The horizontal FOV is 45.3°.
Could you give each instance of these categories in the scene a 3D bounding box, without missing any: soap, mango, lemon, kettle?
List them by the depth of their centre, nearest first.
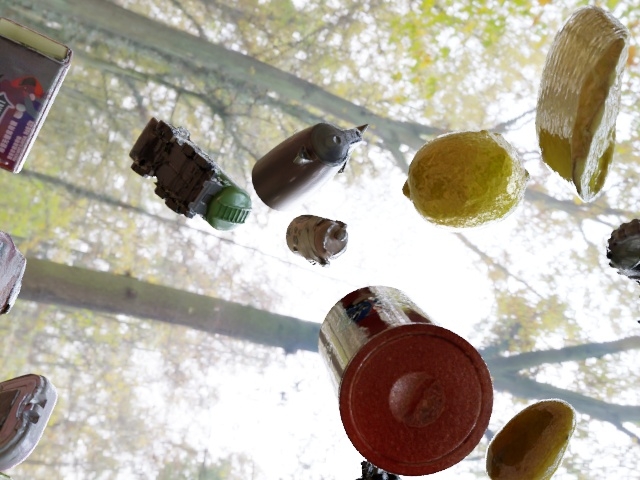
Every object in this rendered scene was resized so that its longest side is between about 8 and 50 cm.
[{"bbox_3d":[0.298,0.286,1.075,0.161,0.076,0.103,-54,-153,19],"label":"mango"},{"bbox_3d":[0.463,-0.252,1.360,0.427,0.115,0.305,-81,174,-65],"label":"soap"},{"bbox_3d":[0.320,-0.131,1.715,0.288,0.233,0.233,-4,-110,22],"label":"lemon"},{"bbox_3d":[-0.018,-0.173,1.720,0.232,0.202,0.144,-29,-100,50],"label":"kettle"}]

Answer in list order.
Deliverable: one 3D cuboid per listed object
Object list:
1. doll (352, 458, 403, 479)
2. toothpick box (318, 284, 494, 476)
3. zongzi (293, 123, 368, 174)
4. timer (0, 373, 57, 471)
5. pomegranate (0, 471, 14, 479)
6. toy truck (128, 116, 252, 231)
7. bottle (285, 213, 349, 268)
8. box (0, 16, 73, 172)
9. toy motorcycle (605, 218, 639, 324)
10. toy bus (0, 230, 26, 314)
[{"bbox_3d":[0.099,0.398,1.143,0.091,0.219,0.067,-39,-142,-18],"label":"doll"},{"bbox_3d":[0.108,0.187,1.128,0.333,0.204,0.204,-134,-117,-82],"label":"toothpick box"},{"bbox_3d":[0.024,-0.317,2.327,0.184,0.187,0.084,-59,-167,26],"label":"zongzi"},{"bbox_3d":[-0.604,0.346,1.450,0.191,0.069,0.208,-17,-147,15],"label":"timer"},{"bbox_3d":[-0.566,0.438,1.184,0.222,0.204,0.276,-82,173,-52],"label":"pomegranate"},{"bbox_3d":[-0.212,-0.107,1.261,0.242,0.125,0.101,42,-78,40],"label":"toy truck"},{"bbox_3d":[-0.001,-0.001,1.480,0.152,0.099,0.098,13,-93,62],"label":"bottle"},{"bbox_3d":[-0.474,-0.216,1.170,0.224,0.120,0.069,-53,-153,32],"label":"box"},{"bbox_3d":[0.528,0.077,1.048,0.188,0.327,0.143,-22,-148,27],"label":"toy motorcycle"},{"bbox_3d":[-0.627,0.056,1.220,0.303,0.147,0.127,-3,-132,13],"label":"toy bus"}]
